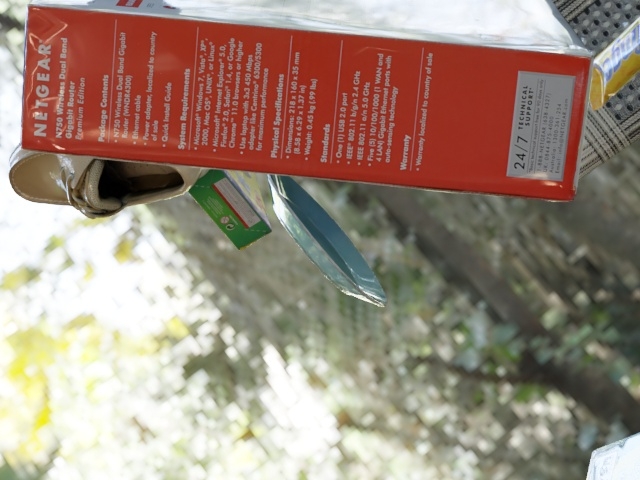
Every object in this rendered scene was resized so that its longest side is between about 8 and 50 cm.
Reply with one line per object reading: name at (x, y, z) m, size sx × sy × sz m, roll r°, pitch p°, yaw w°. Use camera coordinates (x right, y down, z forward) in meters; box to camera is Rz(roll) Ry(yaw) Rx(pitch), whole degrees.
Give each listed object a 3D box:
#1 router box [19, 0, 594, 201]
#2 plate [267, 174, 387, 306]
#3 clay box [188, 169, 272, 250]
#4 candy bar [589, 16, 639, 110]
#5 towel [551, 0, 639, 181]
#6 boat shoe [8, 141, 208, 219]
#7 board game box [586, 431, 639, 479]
router box at (-0.005, -0.115, 1.127) m, size 0.335 × 0.301 × 0.082 m, roll -83°, pitch -1°, yaw -75°
plate at (0.000, 0.000, 1.879) m, size 0.024 × 0.188 × 0.188 m, roll -41°, pitch -22°, yaw 8°
clay box at (-0.127, -0.104, 2.189) m, size 0.053 × 0.222 × 0.127 m, roll -30°, pitch -50°, yaw 11°
candy bar at (0.239, -0.152, 1.342) m, size 0.018 × 0.040 × 0.161 m, roll 1°, pitch -28°, yaw -28°
towel at (0.318, -0.279, 2.161) m, size 0.312 × 0.324 × 0.056 m, roll -36°, pitch -7°, yaw 4°
boat shoe at (-0.248, -0.079, 2.080) m, size 0.109 × 0.302 × 0.098 m, roll 59°, pitch -139°, yaw -31°
board game box at (0.297, 0.263, 1.454) m, size 0.336 × 0.079 × 0.254 m, roll 138°, pitch 150°, yaw -64°
